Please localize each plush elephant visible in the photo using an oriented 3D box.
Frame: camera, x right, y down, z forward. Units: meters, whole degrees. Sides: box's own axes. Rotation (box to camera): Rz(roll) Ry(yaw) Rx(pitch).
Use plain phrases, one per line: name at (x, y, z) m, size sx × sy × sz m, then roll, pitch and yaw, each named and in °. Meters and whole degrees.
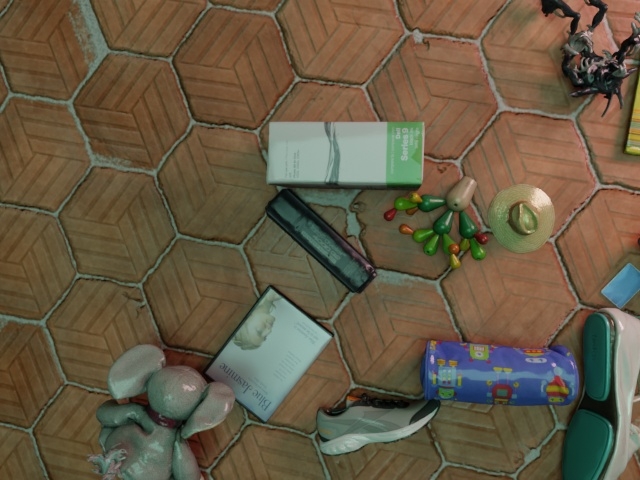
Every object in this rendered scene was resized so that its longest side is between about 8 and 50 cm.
plush elephant at (-0.319, 0.361, 1.241) m, size 0.272 × 0.330 × 0.255 m, roll 35°, pitch 77°, yaw 12°

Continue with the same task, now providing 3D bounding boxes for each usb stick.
usb stick at (0.000, 0.000, 1.288) m, size 0.278 × 0.045 × 0.077 m, roll 42°, pitch 89°, yaw 4°

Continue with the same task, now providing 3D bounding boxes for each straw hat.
straw hat at (0.417, -0.045, 1.228) m, size 0.145 × 0.061 × 0.144 m, roll 0°, pitch 92°, yaw 7°

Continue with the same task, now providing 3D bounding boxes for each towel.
towel at (0.680, -0.284, 1.211) m, size 0.102 × 0.021 × 0.237 m, roll 9°, pitch 92°, yaw 1°

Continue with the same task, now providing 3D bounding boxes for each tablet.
tablet at (0.623, 0.093, 1.236) m, size 0.054 × 0.006 × 0.083 m, roll 42°, pitch 97°, yaw 3°

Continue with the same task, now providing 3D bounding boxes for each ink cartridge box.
ink cartridge box at (0.054, -0.163, 1.191) m, size 0.290 × 0.211 × 0.121 m, roll 2°, pitch 93°, yaw 6°

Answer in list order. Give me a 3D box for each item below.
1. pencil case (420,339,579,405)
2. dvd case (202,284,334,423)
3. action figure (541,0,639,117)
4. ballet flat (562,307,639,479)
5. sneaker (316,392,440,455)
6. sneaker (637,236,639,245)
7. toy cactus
pencil case at (0.356, 0.263, 1.217) m, size 0.307 × 0.133 × 0.119 m, roll 0°, pitch 124°, yaw 8°
dvd case at (-0.116, 0.249, 1.321) m, size 0.180 × 0.022 × 0.253 m, roll 38°, pitch 96°, yaw 4°
action figure at (0.533, -0.384, 1.165) m, size 0.164 × 0.141 × 0.275 m, roll -24°, pitch 88°, yaw -5°
ballet flat at (0.584, 0.335, 1.198) m, size 0.139 × 0.139 × 0.399 m, roll 7°, pitch 92°, yaw 6°
sneaker at (0.117, 0.367, 1.261) m, size 0.272 × 0.100 × 0.107 m, roll -17°, pitch 84°, yaw 7°
sneaker at (0.701, 0.100, 1.179) m, size 0.125 × 0.104 × 0.261 m, roll -40°, pitch 87°, yaw 8°
toy cactus at (0.258, -0.053, 1.236) m, size 0.219 × 0.112 × 0.180 m, roll 31°, pitch 85°, yaw 13°
